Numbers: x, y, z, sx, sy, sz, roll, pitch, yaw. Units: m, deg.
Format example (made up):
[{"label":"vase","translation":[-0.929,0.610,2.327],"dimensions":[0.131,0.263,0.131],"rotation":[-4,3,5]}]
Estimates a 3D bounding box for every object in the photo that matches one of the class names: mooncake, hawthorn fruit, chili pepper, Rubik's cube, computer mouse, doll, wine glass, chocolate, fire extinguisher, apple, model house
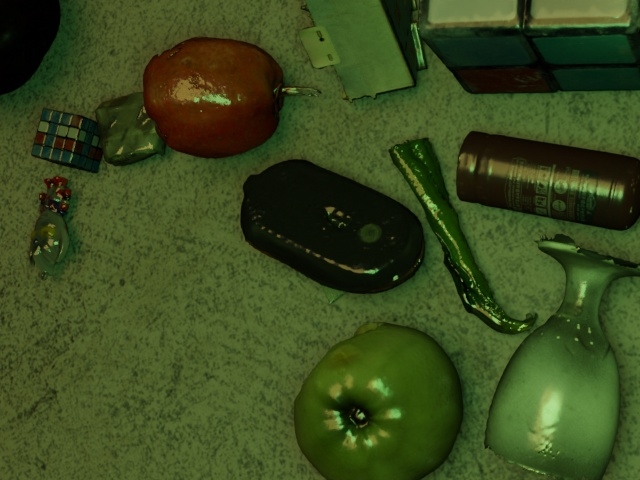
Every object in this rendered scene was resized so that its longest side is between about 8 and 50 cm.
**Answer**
[{"label":"mooncake","translation":[-0.338,-0.202,1.947],"dimensions":[0.129,0.073,0.125],"rotation":[-9,77,17]},{"label":"hawthorn fruit","translation":[-0.147,-0.245,1.819],"dimensions":[0.299,0.211,0.211],"rotation":[-6,81,9]},{"label":"chili pepper","translation":[0.218,-0.004,1.714],"dimensions":[0.359,0.084,0.076],"rotation":[62,143,12]},{"label":"Rubik's cube","translation":[-0.458,-0.182,1.980],"dimensions":[0.092,0.092,0.092],"rotation":[14,89,22]},{"label":"computer mouse","translation":[0.018,-0.016,1.751],"dimensions":[0.323,0.116,0.183],"rotation":[27,64,21]},{"label":"doll","translation":[-0.497,-0.021,1.991],"dimensions":[0.104,0.062,0.195],"rotation":[-1,76,20]},{"label":"Rubik's cube","translation":[0.337,-0.404,1.586],"dimensions":[0.316,0.318,0.314],"rotation":[2,83,22]},{"label":"wine glass","translation":[0.357,0.179,1.571],"dimensions":[0.190,0.190,0.357],"rotation":[13,89,22]},{"label":"chocolate","translation":[-0.645,-0.427,1.973],"dimensions":[0.331,0.383,0.384],"rotation":[27,93,7]},{"label":"fire extinguisher","translation":[0.380,-0.077,1.640],"dimensions":[0.337,0.114,0.136],"rotation":[11,121,23]},{"label":"apple","translation":[0.086,0.258,1.638],"dimensions":[0.279,0.279,0.279],"rotation":[-3,82,21]},{"label":"model house","translation":[0.065,-0.385,1.764],"dimensions":[0.178,0.271,0.206],"rotation":[-10,44,23]}]

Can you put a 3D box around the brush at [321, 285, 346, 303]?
[{"label":"brush","translation":[0.000,0.000,1.825],"dimensions":[0.083,0.011,0.205],"rotation":[-36,71,14]}]
